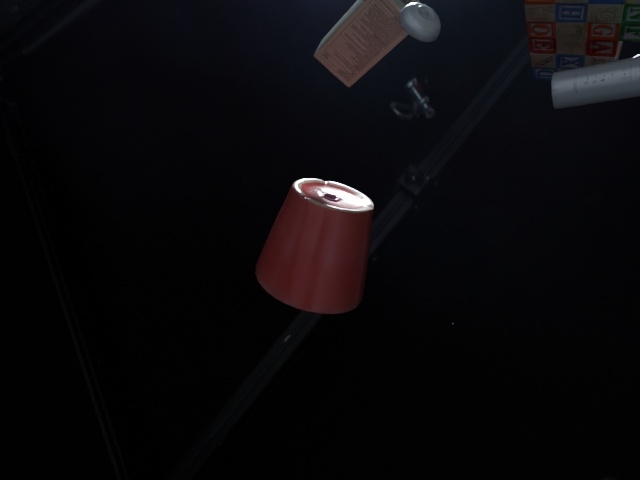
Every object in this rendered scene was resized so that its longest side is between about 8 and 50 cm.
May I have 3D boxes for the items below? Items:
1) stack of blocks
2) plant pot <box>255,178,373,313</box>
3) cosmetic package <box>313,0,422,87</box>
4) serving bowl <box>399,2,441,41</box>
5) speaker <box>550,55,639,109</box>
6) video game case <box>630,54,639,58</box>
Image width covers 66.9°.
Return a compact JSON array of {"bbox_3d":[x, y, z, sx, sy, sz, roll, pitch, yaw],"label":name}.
[{"bbox_3d":[0.404,-0.346,0.713,0.171,0.297,0.087,16,-96,29],"label":"stack of blocks"},{"bbox_3d":[0.000,0.000,1.152,0.274,0.275,0.243,24,-65,18],"label":"plant pot"},{"bbox_3d":[0.138,-0.622,1.451,0.309,0.160,0.113,-27,-146,49],"label":"cosmetic package"},{"bbox_3d":[0.185,-0.402,0.881,0.083,0.027,0.084,9,-117,-17],"label":"serving bowl"},{"bbox_3d":[0.405,-0.225,0.692,0.136,0.055,0.055,-2,-100,34],"label":"speaker"},{"bbox_3d":[0.760,-0.407,0.994,0.190,0.173,0.022,-18,-88,49],"label":"video game case"}]
